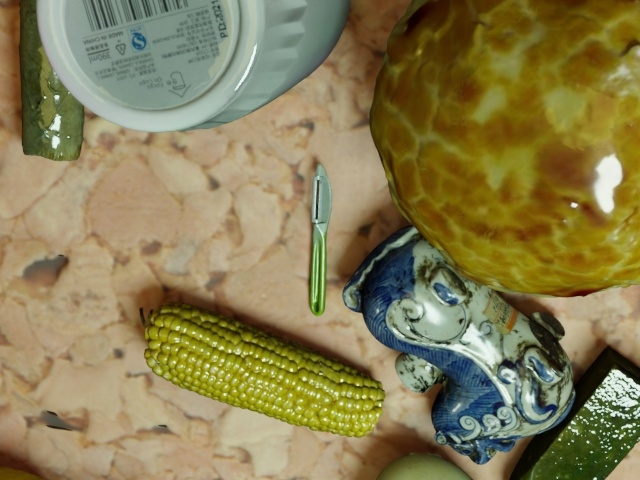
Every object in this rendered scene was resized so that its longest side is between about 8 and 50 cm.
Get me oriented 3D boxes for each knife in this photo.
[{"bbox_3d":[0.000,0.000,1.357,0.022,0.026,0.184,16,109,42],"label":"knife"}]

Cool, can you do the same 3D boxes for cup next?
[{"bbox_3d":[-0.118,-0.237,1.149,0.254,0.371,0.253,3,108,10],"label":"cup"}]

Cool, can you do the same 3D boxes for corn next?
[{"bbox_3d":[-0.076,0.152,1.355,0.311,0.101,0.101,22,103,0],"label":"corn"}]

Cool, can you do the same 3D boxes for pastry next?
[{"bbox_3d":[0.231,-0.120,1.147,0.389,0.313,0.388,4,102,17],"label":"pastry"}]

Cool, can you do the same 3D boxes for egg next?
[{"bbox_3d":[0.127,0.345,1.349,0.164,0.164,0.201,-16,99,8],"label":"egg"}]

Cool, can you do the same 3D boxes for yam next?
[{"bbox_3d":[-0.297,-0.273,1.298,0.083,0.083,0.371,2,103,4],"label":"yam"}]

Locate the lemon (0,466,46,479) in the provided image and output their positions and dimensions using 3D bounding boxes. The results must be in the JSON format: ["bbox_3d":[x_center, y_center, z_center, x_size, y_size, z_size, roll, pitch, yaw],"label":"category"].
[{"bbox_3d":[-0.400,0.378,1.371,0.219,0.240,0.240,26,106,39],"label":"lemon"}]

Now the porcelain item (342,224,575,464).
[{"bbox_3d":[0.152,0.118,1.324,0.288,0.138,0.186,41,119,-9],"label":"porcelain item"}]

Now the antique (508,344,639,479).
[{"bbox_3d":[0.299,0.235,1.343,0.080,0.081,0.221,36,106,0],"label":"antique"}]
